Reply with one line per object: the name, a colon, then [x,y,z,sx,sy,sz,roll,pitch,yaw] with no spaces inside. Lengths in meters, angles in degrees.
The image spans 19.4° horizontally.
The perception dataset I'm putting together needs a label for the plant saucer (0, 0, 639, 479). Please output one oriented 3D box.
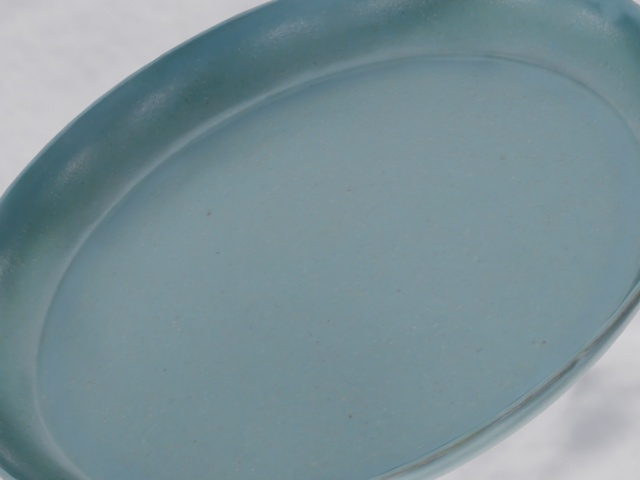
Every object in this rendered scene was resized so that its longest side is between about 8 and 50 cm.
plant saucer: [0.000,0.000,0.750,0.317,0.317,0.043,-34,127,-11]
